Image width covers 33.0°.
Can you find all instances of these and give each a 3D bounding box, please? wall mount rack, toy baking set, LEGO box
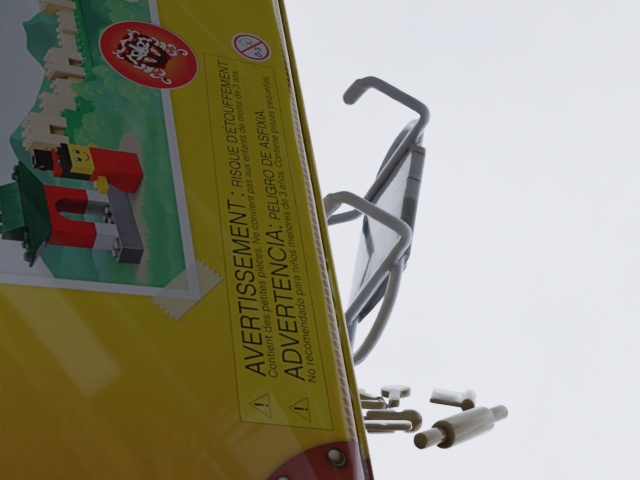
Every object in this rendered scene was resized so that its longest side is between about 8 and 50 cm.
[{"bbox_3d":[0.000,0.000,1.153,0.130,0.304,0.350,26,-139,-11],"label":"wall mount rack"},{"bbox_3d":[0.071,0.190,1.137,0.197,0.256,0.030,1,-85,35],"label":"toy baking set"},{"bbox_3d":[-0.207,-0.025,0.536,0.373,0.193,0.500,9,-134,-21],"label":"LEGO box"}]
